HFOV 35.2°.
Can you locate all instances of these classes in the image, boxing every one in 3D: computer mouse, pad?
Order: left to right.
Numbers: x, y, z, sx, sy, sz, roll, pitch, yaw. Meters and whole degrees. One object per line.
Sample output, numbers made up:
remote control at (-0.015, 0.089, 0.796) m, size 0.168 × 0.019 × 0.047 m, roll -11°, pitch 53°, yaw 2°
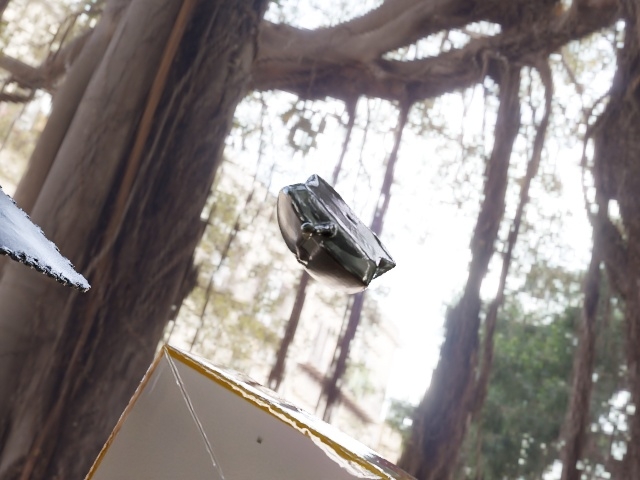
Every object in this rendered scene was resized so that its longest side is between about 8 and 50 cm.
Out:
pad at (-0.303, -0.075, 0.758) m, size 0.269 × 0.012 × 0.270 m, roll 45°, pitch -3°, yaw 18°
computer mouse at (0.000, 0.000, 1.221) m, size 0.167 × 0.090 × 0.379 m, roll 48°, pitch 7°, yaw 7°

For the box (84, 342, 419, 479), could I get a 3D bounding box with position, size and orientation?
box at (-0.075, 0.289, 0.933) m, size 0.259 × 0.283 × 0.214 m, roll 27°, pitch -7°, yaw 25°
